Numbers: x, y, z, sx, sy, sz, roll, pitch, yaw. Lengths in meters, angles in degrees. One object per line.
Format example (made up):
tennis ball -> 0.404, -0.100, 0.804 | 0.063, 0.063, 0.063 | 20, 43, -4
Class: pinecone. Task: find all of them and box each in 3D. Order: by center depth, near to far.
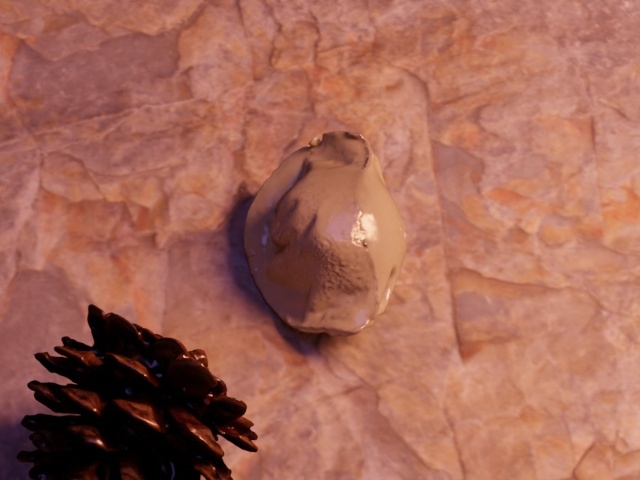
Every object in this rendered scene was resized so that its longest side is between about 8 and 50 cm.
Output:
pinecone -> -0.157, 0.161, 1.618 | 0.208, 0.207, 0.207 | 2, 52, -3

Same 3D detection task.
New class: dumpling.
dumpling -> -0.002, 0.001, 1.811 | 0.155, 0.111, 0.181 | -10, 38, 28
